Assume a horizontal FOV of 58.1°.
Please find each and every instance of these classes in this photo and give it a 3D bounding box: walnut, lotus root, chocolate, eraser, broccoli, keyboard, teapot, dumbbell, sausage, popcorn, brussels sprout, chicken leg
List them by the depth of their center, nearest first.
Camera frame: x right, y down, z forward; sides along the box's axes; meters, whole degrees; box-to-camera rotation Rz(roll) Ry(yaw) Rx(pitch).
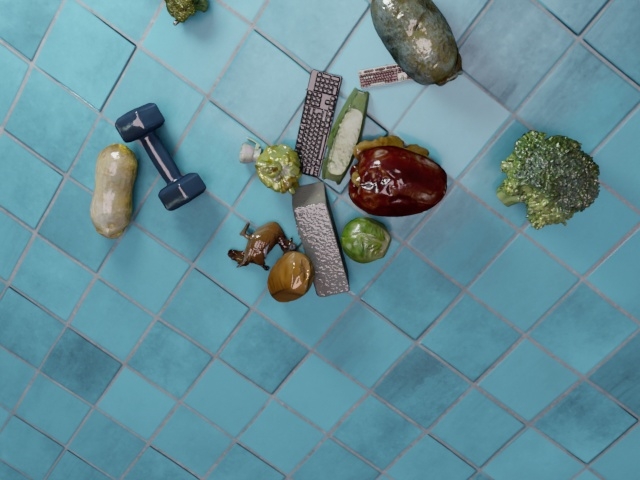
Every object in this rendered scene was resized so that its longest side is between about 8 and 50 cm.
[{"bbox_3d":[0.239,-0.554,1.522,0.175,0.175,0.350,-37,96,18],"label":"lotus root"},{"bbox_3d":[0.619,-0.159,1.573,0.259,0.235,0.288,-40,104,20],"label":"broccoli"},{"bbox_3d":[-0.373,-0.670,1.601,0.120,0.130,0.132,4,82,-36],"label":"broccoli"},{"bbox_3d":[0.191,-0.473,1.637,0.165,0.017,0.055,-7,108,10],"label":"keyboard"},{"bbox_3d":[0.218,-0.184,1.653,0.268,0.244,0.222,8,149,-5],"label":"walnut"},{"bbox_3d":[-0.018,-0.344,1.713,0.100,0.018,0.310,15,111,2],"label":"keyboard"},{"bbox_3d":[-0.124,-0.216,1.717,0.162,0.135,0.142,18,92,-28],"label":"popcorn"},{"bbox_3d":[-0.483,-0.252,1.745,0.156,0.144,0.316,-25,105,16],"label":"dumbbell"},{"bbox_3d":[-0.210,-0.270,1.750,0.064,0.064,0.084,11,80,-4],"label":"teapot"},{"bbox_3d":[0.136,0.002,1.765,0.154,0.117,0.155,4,105,16],"label":"brussels sprout"},{"bbox_3d":[-0.096,0.118,1.796,0.120,0.136,0.241,13,156,-18],"label":"sausage"},{"bbox_3d":[0.000,0.000,1.806,0.111,0.077,0.353,-13,107,9],"label":"eraser"},{"bbox_3d":[-0.652,-0.156,1.817,0.134,0.134,0.310,13,108,3],"label":"chocolate"},{"bbox_3d":[-0.236,0.063,1.883,0.144,0.037,0.062,14,133,3],"label":"chicken leg"}]

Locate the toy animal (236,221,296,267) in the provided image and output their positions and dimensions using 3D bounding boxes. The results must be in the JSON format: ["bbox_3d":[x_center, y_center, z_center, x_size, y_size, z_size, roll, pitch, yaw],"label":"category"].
[{"bbox_3d":[-0.181,0.027,1.829,0.179,0.089,0.188,32,89,-9],"label":"toy animal"}]

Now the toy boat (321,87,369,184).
[{"bbox_3d":[0.072,-0.300,1.697,0.093,0.055,0.293,19,111,-1],"label":"toy boat"}]
